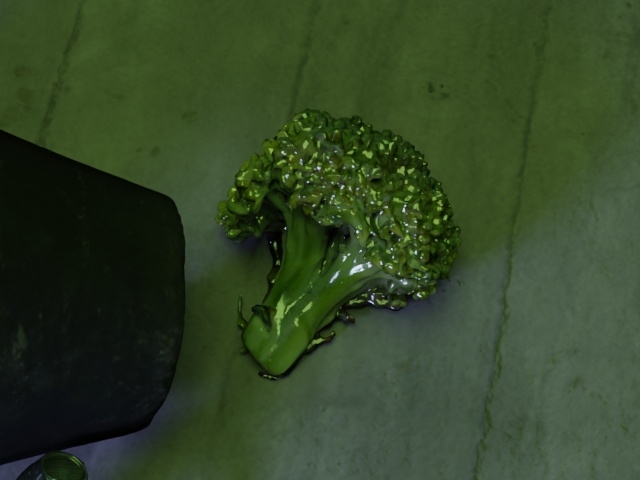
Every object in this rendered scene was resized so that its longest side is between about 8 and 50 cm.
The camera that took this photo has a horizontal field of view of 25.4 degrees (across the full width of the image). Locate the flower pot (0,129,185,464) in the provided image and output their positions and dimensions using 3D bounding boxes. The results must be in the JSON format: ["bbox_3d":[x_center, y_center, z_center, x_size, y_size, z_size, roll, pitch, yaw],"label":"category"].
[{"bbox_3d":[-0.262,0.060,1.251,0.251,0.379,0.379,8,63,-19],"label":"flower pot"}]

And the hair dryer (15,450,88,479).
[{"bbox_3d":[-0.189,0.271,1.266,0.219,0.195,0.075,9,37,-30],"label":"hair dryer"}]

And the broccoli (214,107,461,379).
[{"bbox_3d":[0.006,-0.014,1.357,0.242,0.180,0.273,31,68,12],"label":"broccoli"}]
